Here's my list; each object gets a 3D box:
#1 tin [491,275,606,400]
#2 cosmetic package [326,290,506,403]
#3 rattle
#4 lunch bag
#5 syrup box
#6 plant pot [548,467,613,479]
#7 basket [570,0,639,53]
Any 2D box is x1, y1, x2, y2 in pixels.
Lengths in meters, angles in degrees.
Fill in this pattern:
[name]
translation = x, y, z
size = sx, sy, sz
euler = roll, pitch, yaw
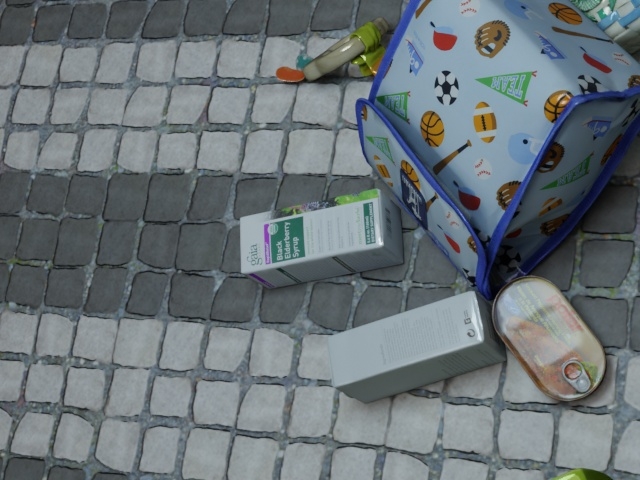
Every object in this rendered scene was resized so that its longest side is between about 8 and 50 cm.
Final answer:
[tin]
translation = 0.317, 0.135, 1.836
size = 0.106, 0.040, 0.189
euler = -39, 70, 12
[cosmetic package]
translation = 0.136, 0.154, 1.889
size = 0.231, 0.117, 0.085
euler = -18, 65, 18
[rattle]
translation = 0.044, -0.262, 2.129
size = 0.200, 0.143, 0.130
euler = -30, 28, 31
[lunch bag]
translation = 0.227, -0.150, 1.858
size = 0.328, 0.239, 0.385
euler = 53, 135, 29
[syrup box]
translation = 0.000, 0.000, 2.020
size = 0.237, 0.096, 0.093
euler = -11, 68, 21
[plant pot]
translation = 0.291, 0.428, 1.658
size = 0.228, 0.227, 0.207
euler = -28, 68, 15
[basket]
translation = 0.425, -0.425, 1.870
size = 0.255, 0.201, 0.288
euler = -33, 69, 42
